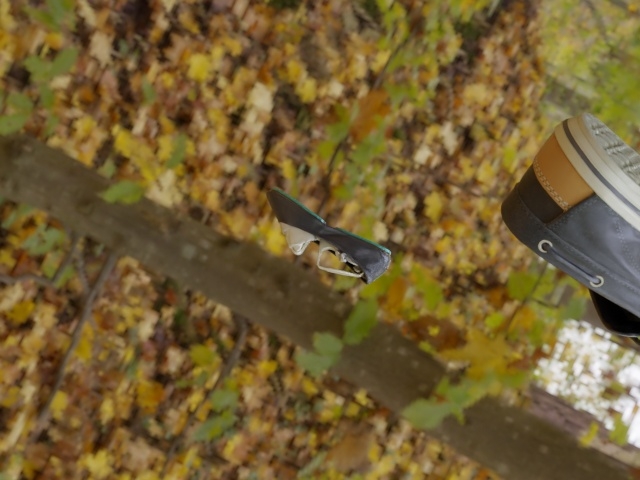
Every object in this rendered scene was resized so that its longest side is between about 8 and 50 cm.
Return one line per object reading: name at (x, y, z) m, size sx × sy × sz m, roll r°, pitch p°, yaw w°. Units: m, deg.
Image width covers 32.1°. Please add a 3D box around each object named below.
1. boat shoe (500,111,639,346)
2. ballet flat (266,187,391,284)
boat shoe at (0.398, 0.040, 1.313) m, size 0.156 × 0.500 × 0.187 m, roll -42°, pitch -146°, yaw 22°
ballet flat at (0.000, 0.000, 1.562) m, size 0.074 × 0.203 × 0.074 m, roll -60°, pitch 174°, yaw -10°
